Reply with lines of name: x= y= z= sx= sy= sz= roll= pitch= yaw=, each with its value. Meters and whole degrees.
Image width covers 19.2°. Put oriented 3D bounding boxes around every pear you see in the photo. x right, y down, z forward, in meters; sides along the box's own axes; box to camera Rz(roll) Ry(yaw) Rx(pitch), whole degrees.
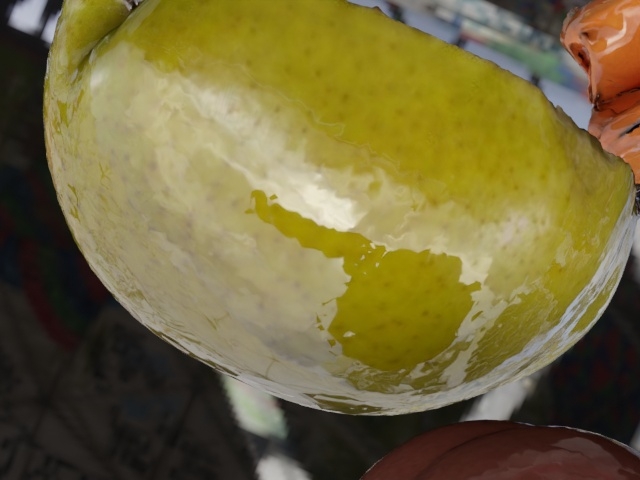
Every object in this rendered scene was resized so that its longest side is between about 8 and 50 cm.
pear: x=0.000 y=0.000 z=1.117 sx=0.386 sy=0.191 sz=0.340 roll=28 pitch=165 yaw=-34

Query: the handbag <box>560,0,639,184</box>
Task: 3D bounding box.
handbag: x=0.401 y=-0.151 z=1.397 sx=0.410 sy=0.116 sz=0.303 roll=-22 pitch=160 yaw=22

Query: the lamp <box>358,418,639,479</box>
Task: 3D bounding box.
lamp: x=0.115 y=0.236 z=0.941 sx=0.239 sy=0.305 sz=0.305 roll=-2 pitch=-163 yaw=-27
